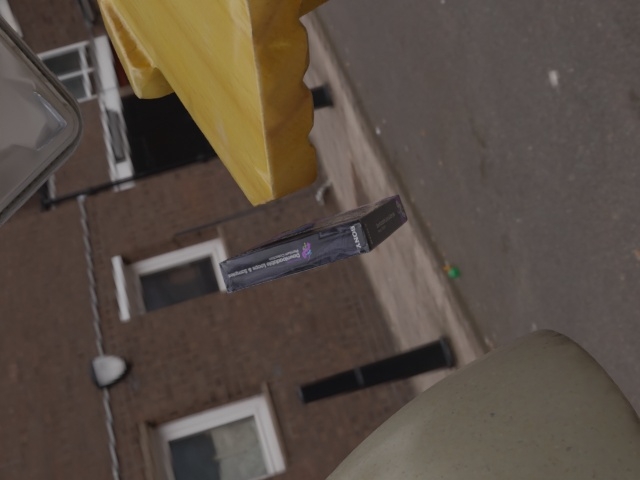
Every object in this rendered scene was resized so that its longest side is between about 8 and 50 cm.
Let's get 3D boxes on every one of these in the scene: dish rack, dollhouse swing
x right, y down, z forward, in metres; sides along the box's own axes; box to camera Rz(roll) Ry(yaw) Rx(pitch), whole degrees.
[{"bbox_3d":[-0.437,-0.151,1.002,0.072,0.285,0.333,11,146,54],"label":"dish rack"},{"bbox_3d":[-0.016,-0.251,0.540,0.305,0.315,0.346,37,150,31],"label":"dollhouse swing"}]

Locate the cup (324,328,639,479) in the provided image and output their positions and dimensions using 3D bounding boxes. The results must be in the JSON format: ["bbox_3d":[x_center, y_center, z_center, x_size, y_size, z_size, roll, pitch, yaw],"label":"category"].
[{"bbox_3d":[0.119,0.261,0.727,0.331,0.237,0.330,165,90,-83],"label":"cup"}]

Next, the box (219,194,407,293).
[{"bbox_3d":[0.000,0.000,0.731,0.162,0.116,0.029,-36,-72,-73],"label":"box"}]
